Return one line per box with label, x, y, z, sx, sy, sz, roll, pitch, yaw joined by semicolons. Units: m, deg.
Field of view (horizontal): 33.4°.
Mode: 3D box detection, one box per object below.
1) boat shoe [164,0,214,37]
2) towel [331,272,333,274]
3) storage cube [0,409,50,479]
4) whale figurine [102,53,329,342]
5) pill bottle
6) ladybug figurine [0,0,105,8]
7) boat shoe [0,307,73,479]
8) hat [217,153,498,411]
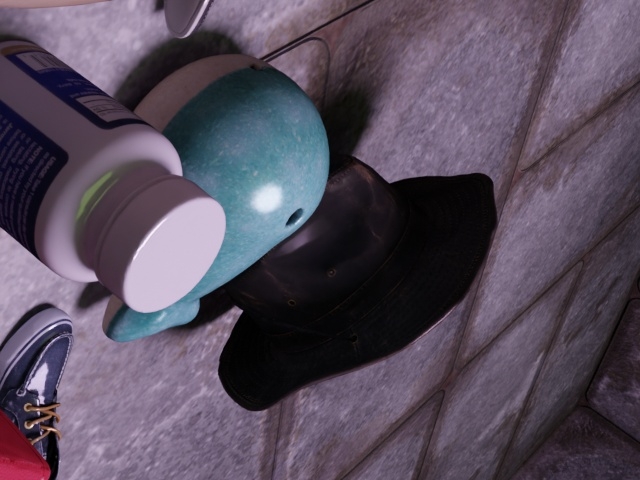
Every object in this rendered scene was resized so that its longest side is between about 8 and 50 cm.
boat shoe;-0.079;-0.207;0.777;0.038;0.046;0.125;-7;120;-52
towel;-0.007;0.090;1.297;0.067;0.029;0.119;-26;143;-45
storage cube;-0.313;0.135;0.605;0.184;0.215;0.193;-53;149;-1
whale figurine;-0.088;-0.016;0.886;0.216;0.141;0.272;-15;136;-55
pill bottle;-0.155;-0.039;0.684;0.112;0.186;0.112;-40;152;-27
ladybug figurine;-0.100;-0.277;0.508;0.449;0.162;0.305;-31;147;-41
boat shoe;-0.241;0.151;0.896;0.183;0.083;0.065;-59;155;11
hat;0.000;0.000;1.020;0.331;0.331;0.134;-46;113;-17
